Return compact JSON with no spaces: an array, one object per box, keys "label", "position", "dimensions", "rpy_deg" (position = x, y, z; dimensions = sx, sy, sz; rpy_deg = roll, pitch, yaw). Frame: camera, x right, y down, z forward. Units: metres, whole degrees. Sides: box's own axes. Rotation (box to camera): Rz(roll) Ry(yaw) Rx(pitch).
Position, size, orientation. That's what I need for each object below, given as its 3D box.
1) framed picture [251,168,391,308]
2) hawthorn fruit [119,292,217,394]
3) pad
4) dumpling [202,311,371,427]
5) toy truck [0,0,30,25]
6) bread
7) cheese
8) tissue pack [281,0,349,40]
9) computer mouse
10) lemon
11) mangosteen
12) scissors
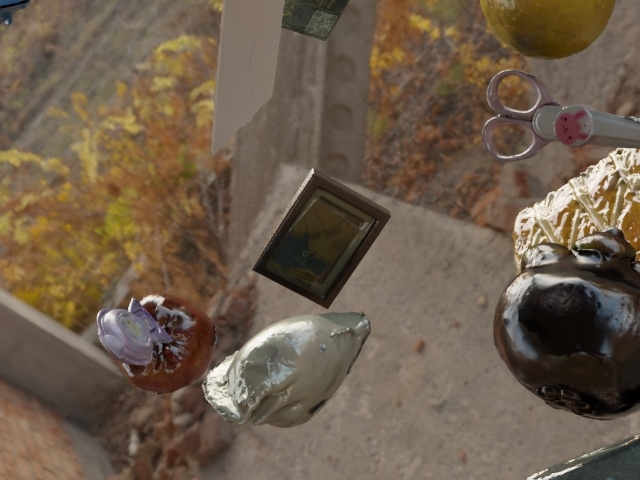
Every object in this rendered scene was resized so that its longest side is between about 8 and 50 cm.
[{"label":"framed picture","position":[0.000,0.000,1.370],"dimensions":[0.168,0.128,0.023],"rpy_deg":[-57,15,18]},{"label":"hawthorn fruit","position":[-0.278,0.196,1.781],"dimensions":[0.185,0.185,0.202],"rpy_deg":[-61,-9,-18]},{"label":"pad","position":[-0.080,-0.220,1.126],"dimensions":[0.156,0.004,0.232],"rpy_deg":[-53,-19,-45]},{"label":"dumpling","position":[-0.048,0.159,1.276],"dimensions":[0.247,0.142,0.172],"rpy_deg":[-28,27,-31]},{"label":"toy truck","position":[-0.572,-0.305,1.240],"dimensions":[0.385,0.161,0.162],"rpy_deg":[-28,11,-34]},{"label":"bread","position":[0.563,0.061,1.771],"dimensions":[0.371,0.279,0.390],"rpy_deg":[-39,34,41]},{"label":"cheese","position":[-0.282,0.137,1.462],"dimensions":[0.042,0.105,0.191],"rpy_deg":[-41,1,11]},{"label":"tissue pack","position":[-0.014,-0.539,1.968],"dimensions":[0.257,0.185,0.081],"rpy_deg":[-57,36,34]},{"label":"computer mouse","position":[0.406,0.395,1.399],"dimensions":[0.374,0.203,0.114],"rpy_deg":[-37,5,27]},{"label":"lemon","position":[0.272,-0.308,1.182],"dimensions":[0.170,0.207,0.170],"rpy_deg":[-10,65,22]},{"label":"mangosteen","position":[0.396,0.118,1.434],"dimensions":[0.288,0.233,0.287],"rpy_deg":[-12,29,7]},{"label":"scissors","position":[0.312,-0.140,1.208],"dimensions":[0.242,0.030,0.118],"rpy_deg":[15,107,33]}]
